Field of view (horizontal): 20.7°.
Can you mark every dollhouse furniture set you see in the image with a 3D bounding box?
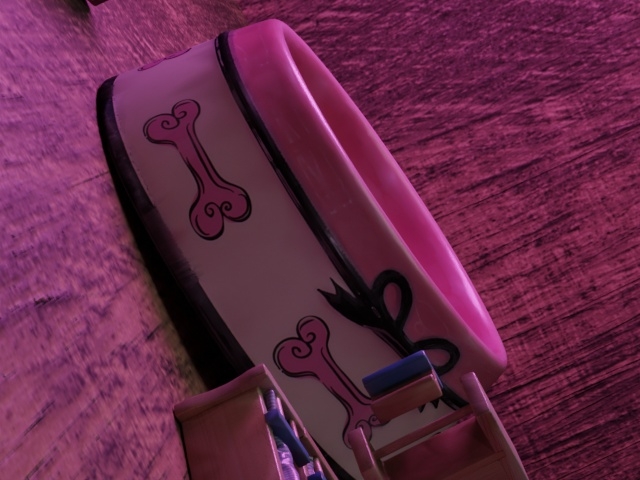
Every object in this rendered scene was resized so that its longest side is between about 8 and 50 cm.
[{"bbox_3d":[0.027,0.145,1.080,0.129,0.184,0.129,60,7,-36],"label":"dollhouse furniture set"}]

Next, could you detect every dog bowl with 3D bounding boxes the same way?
[{"bbox_3d":[0.000,0.000,1.411,0.408,0.150,0.408,54,9,-13],"label":"dog bowl"}]

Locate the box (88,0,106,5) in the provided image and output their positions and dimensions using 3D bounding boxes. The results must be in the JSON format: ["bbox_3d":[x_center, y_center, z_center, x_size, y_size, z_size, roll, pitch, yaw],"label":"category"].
[{"bbox_3d":[-0.232,-0.407,1.458,0.381,0.143,0.191,63,5,11],"label":"box"}]
